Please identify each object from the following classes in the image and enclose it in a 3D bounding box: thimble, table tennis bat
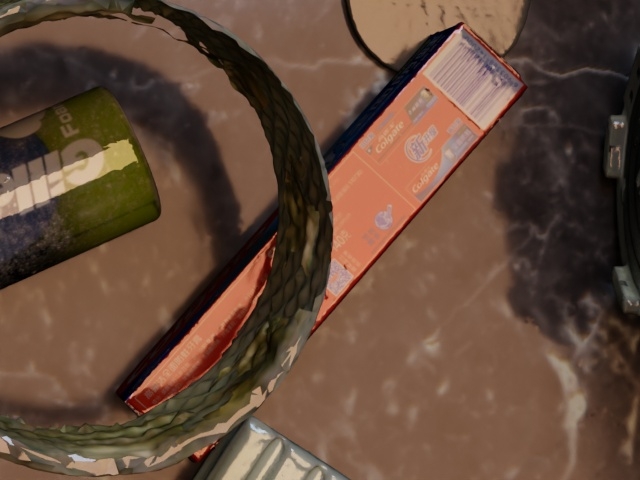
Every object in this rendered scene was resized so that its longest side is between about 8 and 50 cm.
[{"bbox_3d":[-0.131,-0.013,1.048,0.271,0.150,0.270,-2,97,-15],"label":"thimble"},{"bbox_3d":[0.079,-0.223,1.259,0.131,0.022,0.234,1,90,-10],"label":"table tennis bat"}]

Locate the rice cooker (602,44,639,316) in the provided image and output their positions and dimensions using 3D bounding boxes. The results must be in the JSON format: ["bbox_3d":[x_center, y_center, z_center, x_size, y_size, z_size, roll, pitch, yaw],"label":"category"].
[{"bbox_3d":[0.314,-0.039,1.188,0.227,0.280,0.241,2,129,-7],"label":"rice cooker"}]

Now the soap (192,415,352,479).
[{"bbox_3d":[-0.053,0.221,1.189,0.119,0.066,0.198,34,82,-7],"label":"soap"}]

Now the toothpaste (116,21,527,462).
[{"bbox_3d":[0.000,0.000,1.199,0.066,0.076,0.320,43,82,-8],"label":"toothpaste"}]

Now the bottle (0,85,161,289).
[{"bbox_3d":[-0.263,0.011,1.142,0.330,0.093,0.093,-25,93,-11],"label":"bottle"}]
